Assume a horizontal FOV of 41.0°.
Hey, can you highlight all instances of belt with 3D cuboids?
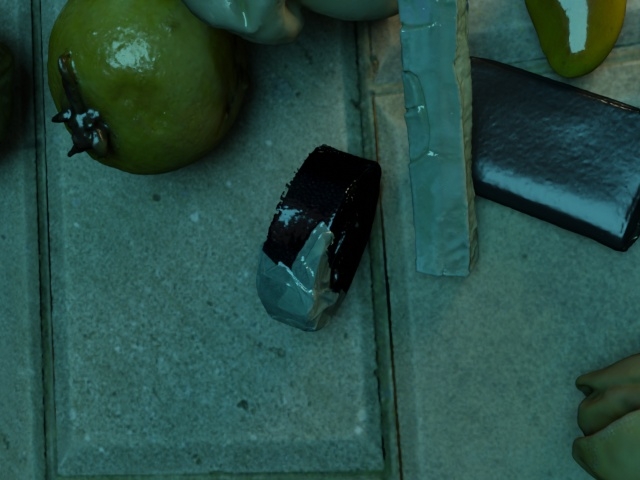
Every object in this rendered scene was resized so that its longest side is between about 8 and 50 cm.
[{"bbox_3d":[0.000,0.000,0.916,0.078,0.151,0.198,21,95,17],"label":"belt"}]

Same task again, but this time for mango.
[{"bbox_3d":[0.264,-0.248,0.889,0.103,0.076,0.161,-4,89,13],"label":"mango"}]

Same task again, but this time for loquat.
[{"bbox_3d":[-0.198,-0.186,0.953,0.244,0.244,0.244,-1,86,18],"label":"loquat"}]

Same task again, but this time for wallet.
[{"bbox_3d":[0.238,-0.096,0.904,0.250,0.044,0.149,22,91,19],"label":"wallet"}]

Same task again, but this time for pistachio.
[{"bbox_3d":[0.382,0.183,0.781,0.293,0.181,0.162,0,49,15],"label":"pistachio"}]

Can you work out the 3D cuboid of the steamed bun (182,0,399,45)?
[{"bbox_3d":[-0.041,-0.380,0.844,0.368,0.342,0.255,39,139,4],"label":"steamed bun"}]

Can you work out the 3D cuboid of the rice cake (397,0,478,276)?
[{"bbox_3d":[0.119,-0.119,0.856,0.066,0.063,0.336,1,117,19],"label":"rice cake"}]

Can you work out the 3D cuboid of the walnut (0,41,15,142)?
[{"bbox_3d":[-0.519,-0.196,1.058,0.283,0.283,0.227,2,128,18],"label":"walnut"}]
